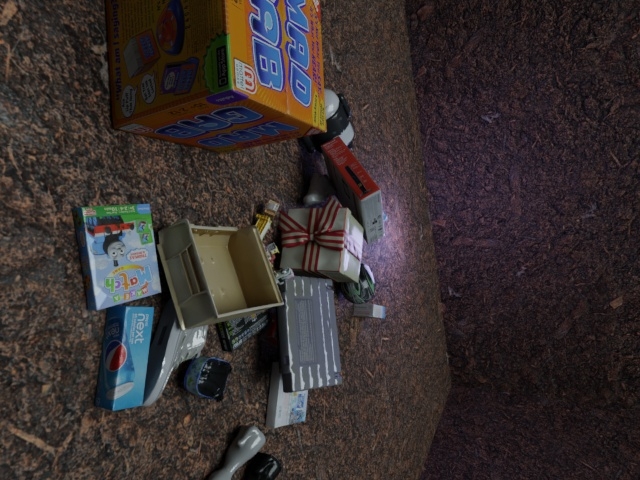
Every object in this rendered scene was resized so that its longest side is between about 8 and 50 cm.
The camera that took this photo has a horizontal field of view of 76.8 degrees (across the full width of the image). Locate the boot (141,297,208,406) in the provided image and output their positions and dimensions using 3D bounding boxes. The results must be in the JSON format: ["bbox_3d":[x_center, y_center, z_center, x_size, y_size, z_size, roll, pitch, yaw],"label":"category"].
[{"bbox_3d":[-0.340,0.272,0.969,0.123,0.095,0.258,41,52,-43],"label":"boot"}]

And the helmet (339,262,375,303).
[{"bbox_3d":[0.161,0.195,1.771,0.169,0.169,0.161,41,37,-51],"label":"helmet"}]

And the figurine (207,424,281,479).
[{"bbox_3d":[-0.225,0.674,1.151,0.209,0.092,0.214,-48,127,-45],"label":"figurine"}]

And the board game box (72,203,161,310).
[{"bbox_3d":[-0.437,0.029,0.883,0.160,0.039,0.211,-15,101,-60],"label":"board game box"}]

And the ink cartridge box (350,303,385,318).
[{"bbox_3d":[0.226,0.335,1.922,0.181,0.104,0.061,23,68,-57],"label":"ink cartridge box"}]

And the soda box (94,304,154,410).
[{"bbox_3d":[-0.420,0.246,0.867,0.071,0.067,0.210,19,71,-58],"label":"soda box"}]

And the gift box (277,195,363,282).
[{"bbox_3d":[0.000,0.000,1.441,0.258,0.255,0.276,36,54,-64],"label":"gift box"}]

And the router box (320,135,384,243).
[{"bbox_3d":[0.131,-0.186,1.570,0.301,0.082,0.335,59,-4,29],"label":"router box"}]

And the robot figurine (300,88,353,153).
[{"bbox_3d":[0.024,-0.455,1.586,0.278,0.174,0.209,56,32,-41],"label":"robot figurine"}]

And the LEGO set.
[{"bbox_3d":[-0.166,0.018,1.289,0.107,0.132,0.287,67,9,-59],"label":"LEGO set"}]

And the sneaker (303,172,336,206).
[{"bbox_3d":[-0.018,-0.205,1.588,0.232,0.090,0.115,-45,119,-63],"label":"sneaker"}]

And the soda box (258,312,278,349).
[{"bbox_3d":[-0.074,0.343,1.357,0.263,0.083,0.092,37,53,-29],"label":"soda box"}]

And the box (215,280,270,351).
[{"bbox_3d":[-0.236,0.204,1.207,0.191,0.045,0.184,-32,113,-55],"label":"box"}]

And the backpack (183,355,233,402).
[{"bbox_3d":[-0.300,0.351,1.043,0.114,0.084,0.105,53,46,-54],"label":"backpack"}]

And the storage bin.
[{"bbox_3d":[-0.253,0.076,1.040,0.262,0.123,0.260,2,64,-62],"label":"storage bin"}]

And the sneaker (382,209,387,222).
[{"bbox_3d":[0.241,-0.109,2.022,0.125,0.104,0.262,60,32,-10],"label":"sneaker"}]

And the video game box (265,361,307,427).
[{"bbox_3d":[-0.108,0.524,1.395,0.187,0.048,0.205,26,66,-54],"label":"video game box"}]

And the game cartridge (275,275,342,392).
[{"bbox_3d":[-0.040,0.294,1.306,0.230,0.068,0.354,9,68,-39],"label":"game cartridge"}]

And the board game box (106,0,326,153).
[{"bbox_3d":[-0.232,-0.436,0.958,0.356,0.356,0.356,-3,90,-60],"label":"board game box"}]
